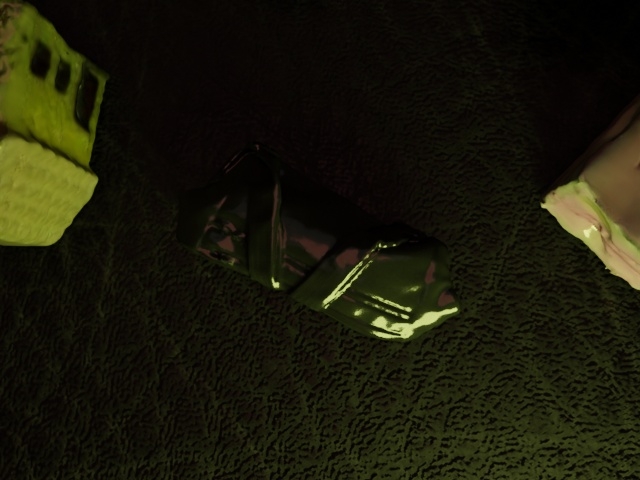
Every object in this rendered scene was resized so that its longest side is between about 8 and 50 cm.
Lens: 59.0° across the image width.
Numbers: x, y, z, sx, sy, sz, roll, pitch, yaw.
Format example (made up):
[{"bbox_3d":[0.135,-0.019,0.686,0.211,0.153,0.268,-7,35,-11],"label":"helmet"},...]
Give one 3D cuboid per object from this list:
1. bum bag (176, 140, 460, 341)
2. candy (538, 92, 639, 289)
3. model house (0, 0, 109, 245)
[{"bbox_3d":[0.000,0.000,0.600,0.326,0.080,0.142,25,86,4],"label":"bum bag"},{"bbox_3d":[0.379,-0.088,0.585,0.265,0.116,0.155,-45,84,-6],"label":"candy"},{"bbox_3d":[-0.339,-0.099,0.569,0.174,0.193,0.234,7,84,2],"label":"model house"}]
